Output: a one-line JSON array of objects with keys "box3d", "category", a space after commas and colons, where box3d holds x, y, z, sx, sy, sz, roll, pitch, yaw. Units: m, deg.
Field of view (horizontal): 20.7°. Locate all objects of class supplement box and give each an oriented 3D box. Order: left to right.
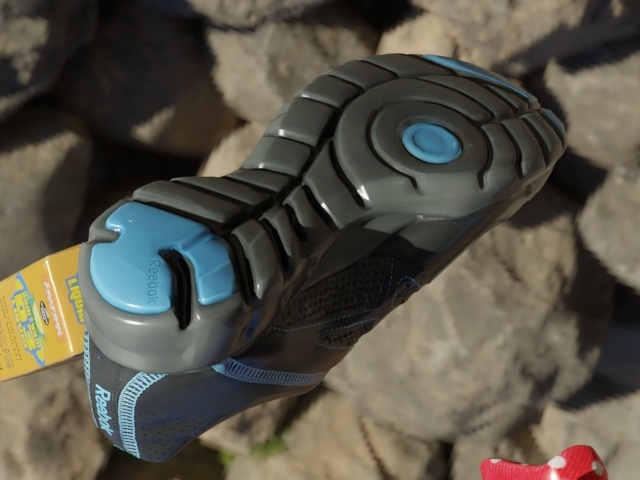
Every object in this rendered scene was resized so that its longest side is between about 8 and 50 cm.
[{"box3d": [-0.192, 0.052, 1.304, 0.080, 0.078, 0.233, -16, 177, -27], "category": "supplement box"}]

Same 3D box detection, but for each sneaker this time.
[{"box3d": [0.000, 0.000, 0.984, 0.125, 0.341, 0.140, 42, 140, 29], "category": "sneaker"}]

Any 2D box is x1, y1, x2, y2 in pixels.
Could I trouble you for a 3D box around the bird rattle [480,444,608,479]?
[{"box3d": [0.207, 0.162, 0.868, 0.207, 0.253, 0.143, 53, -179, -8], "category": "bird rattle"}]
